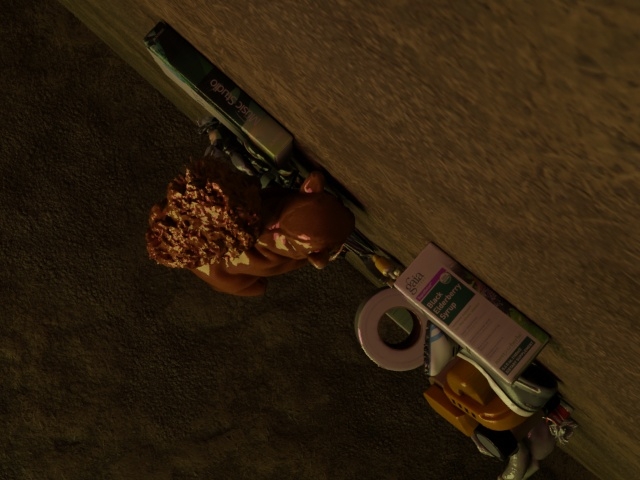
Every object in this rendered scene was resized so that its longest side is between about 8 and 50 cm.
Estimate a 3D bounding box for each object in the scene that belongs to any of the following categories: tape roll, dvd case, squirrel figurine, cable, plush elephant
[{"bbox_3d":[0.227,0.256,2.136,0.246,0.246,0.169,41,177,1],"label":"tape roll"},{"bbox_3d":[0.053,-0.055,1.966,0.221,0.018,0.164,43,176,-30],"label":"dvd case"},{"bbox_3d":[-0.136,-0.024,1.452,0.370,0.281,0.397,-1,175,44],"label":"squirrel figurine"},{"bbox_3d":[0.141,0.038,1.890,0.139,0.072,0.287,23,-162,-50],"label":"cable"},{"bbox_3d":[0.528,0.520,2.029,0.255,0.272,0.330,28,149,2],"label":"plush elephant"}]

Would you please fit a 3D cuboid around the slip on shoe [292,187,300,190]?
[{"bbox_3d":[-0.047,-0.085,1.867,0.331,0.101,0.123,-1,111,61],"label":"slip on shoe"}]

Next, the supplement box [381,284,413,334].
[{"bbox_3d":[0.290,0.235,2.352,0.220,0.114,0.111,40,177,-16],"label":"supplement box"}]

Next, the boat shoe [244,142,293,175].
[{"bbox_3d":[-0.120,-0.202,1.686,0.137,0.049,0.043,39,175,-8],"label":"boat shoe"}]

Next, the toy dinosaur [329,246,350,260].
[{"bbox_3d":[0.000,0.000,2.094,0.218,0.164,0.322,37,172,28],"label":"toy dinosaur"}]

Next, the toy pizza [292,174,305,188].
[{"bbox_3d":[-0.111,-0.193,1.894,0.201,0.032,0.201,41,178,2],"label":"toy pizza"}]

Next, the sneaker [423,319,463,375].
[{"bbox_3d":[0.235,0.161,1.250,0.086,0.085,0.237,10,-155,23],"label":"sneaker"}]

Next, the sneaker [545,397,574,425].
[{"bbox_3d":[0.542,0.396,1.706,0.042,0.067,0.118,43,178,-24],"label":"sneaker"}]

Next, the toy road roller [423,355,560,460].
[{"bbox_3d":[0.374,0.325,1.679,0.241,0.202,0.329,56,166,-28],"label":"toy road roller"}]

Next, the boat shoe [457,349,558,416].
[{"bbox_3d":[0.350,0.211,1.462,0.319,0.116,0.099,48,136,10],"label":"boat shoe"}]

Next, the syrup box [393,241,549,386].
[{"bbox_3d":[0.236,0.117,1.135,0.237,0.093,0.096,41,178,20],"label":"syrup box"}]

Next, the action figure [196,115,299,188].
[{"bbox_3d":[-0.197,-0.208,1.750,0.285,0.099,0.185,41,-143,5],"label":"action figure"}]

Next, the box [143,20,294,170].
[{"bbox_3d":[-0.188,-0.269,1.395,0.322,0.058,0.232,40,178,0],"label":"box"}]

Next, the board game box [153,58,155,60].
[{"bbox_3d":[-0.280,-0.348,1.678,0.211,0.039,0.160,41,178,33],"label":"board game box"}]
